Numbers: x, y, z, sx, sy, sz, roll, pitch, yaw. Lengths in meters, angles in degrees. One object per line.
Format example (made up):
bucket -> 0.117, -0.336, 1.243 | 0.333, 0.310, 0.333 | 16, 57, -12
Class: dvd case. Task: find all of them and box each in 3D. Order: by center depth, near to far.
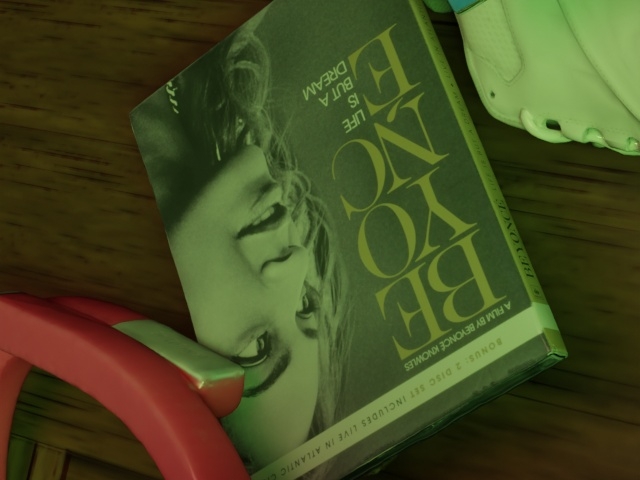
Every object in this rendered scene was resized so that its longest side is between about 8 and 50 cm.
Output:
dvd case -> 0.002, -0.008, 0.769 | 0.164, 0.018, 0.221 | -34, 61, 28

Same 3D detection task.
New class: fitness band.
fitness band -> -0.108, 0.138, 0.812 | 0.291, 0.054, 0.209 | 19, 107, 51

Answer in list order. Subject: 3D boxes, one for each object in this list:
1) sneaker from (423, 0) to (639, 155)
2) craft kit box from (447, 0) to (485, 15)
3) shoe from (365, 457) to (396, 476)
sneaker -> 0.139, -0.081, 0.728 | 0.297, 0.111, 0.129 | 51, 120, 38
craft kit box -> 0.095, -0.248, 0.617 | 0.247, 0.061, 0.250 | -27, 95, 28
shoe -> 0.000, 0.000, 0.816 | 0.076, 0.058, 0.219 | -18, 70, 31
